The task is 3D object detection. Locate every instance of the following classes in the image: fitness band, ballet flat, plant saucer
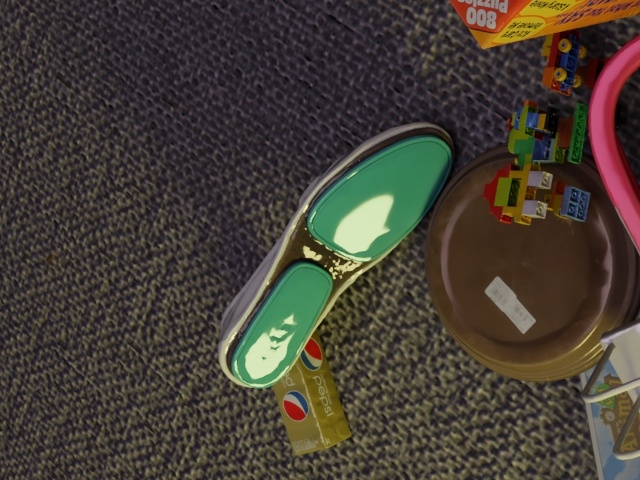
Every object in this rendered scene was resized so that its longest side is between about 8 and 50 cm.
[{"bbox_3d":[0.393,-0.081,1.274,0.209,0.054,0.291,-25,91,21],"label":"fitness band"},{"bbox_3d":[0.000,0.000,1.547,0.139,0.139,0.400,42,101,22],"label":"ballet flat"},{"bbox_3d":[0.231,0.024,1.434,0.278,0.041,0.278,3,95,36],"label":"plant saucer"}]

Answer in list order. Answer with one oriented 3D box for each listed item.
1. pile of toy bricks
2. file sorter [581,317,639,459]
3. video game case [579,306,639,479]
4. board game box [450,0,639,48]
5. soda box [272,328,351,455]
[{"bbox_3d":[0.239,-0.116,1.363,0.105,0.118,0.212,6,83,52],"label":"pile of toy bricks"},{"bbox_3d":[0.407,0.205,1.230,0.193,0.173,0.278,-28,96,30],"label":"file sorter"},{"bbox_3d":[0.379,0.174,1.382,0.193,0.023,0.212,-9,94,37],"label":"video game case"},{"bbox_3d":[0.257,-0.436,1.118,0.356,0.356,0.356,-43,73,42],"label":"board game box"},{"bbox_3d":[-0.024,0.183,1.654,0.058,0.061,0.181,-19,87,37],"label":"soda box"}]
